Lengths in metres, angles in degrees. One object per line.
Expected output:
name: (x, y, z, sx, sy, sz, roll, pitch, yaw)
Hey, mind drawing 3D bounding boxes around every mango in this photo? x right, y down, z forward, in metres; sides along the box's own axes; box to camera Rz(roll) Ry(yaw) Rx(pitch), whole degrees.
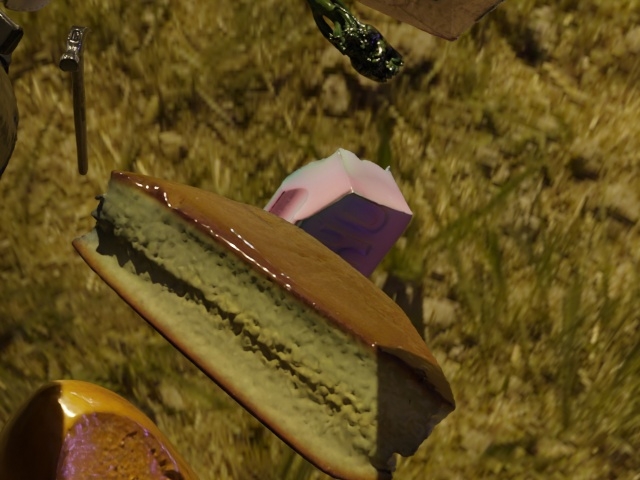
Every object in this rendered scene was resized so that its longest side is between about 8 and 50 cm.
mango: (-0.164, 0.245, 1.179, 0.199, 0.350, 0.201, 0, 39, 22)

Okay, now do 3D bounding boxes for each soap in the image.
soap: (0.000, 0.000, 1.227, 0.149, 0.100, 0.056, -52, 41, 18)

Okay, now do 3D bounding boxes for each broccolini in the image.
broccolini: (-0.028, -0.232, 1.398, 0.254, 0.071, 0.057, 40, 46, -1)

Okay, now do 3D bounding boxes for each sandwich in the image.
sandwich: (-0.028, 0.049, 0.924, 0.258, 0.096, 0.094, 38, 104, 20)

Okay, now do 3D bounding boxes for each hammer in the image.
hammer: (-0.217, -0.123, 1.371, 0.017, 0.182, 0.062, 7, 54, -1)

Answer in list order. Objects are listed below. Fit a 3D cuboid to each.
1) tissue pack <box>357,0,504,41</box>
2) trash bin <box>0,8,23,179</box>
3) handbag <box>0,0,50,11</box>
tissue pack: (0.051, -0.151, 0.708, 0.074, 0.059, 0.094, 19, 57, -22)
trash bin: (-0.361, -0.138, 1.190, 0.252, 0.301, 0.203, -44, 81, -10)
handbag: (-0.244, -0.414, 1.486, 0.160, 0.358, 0.237, 30, 54, -5)
